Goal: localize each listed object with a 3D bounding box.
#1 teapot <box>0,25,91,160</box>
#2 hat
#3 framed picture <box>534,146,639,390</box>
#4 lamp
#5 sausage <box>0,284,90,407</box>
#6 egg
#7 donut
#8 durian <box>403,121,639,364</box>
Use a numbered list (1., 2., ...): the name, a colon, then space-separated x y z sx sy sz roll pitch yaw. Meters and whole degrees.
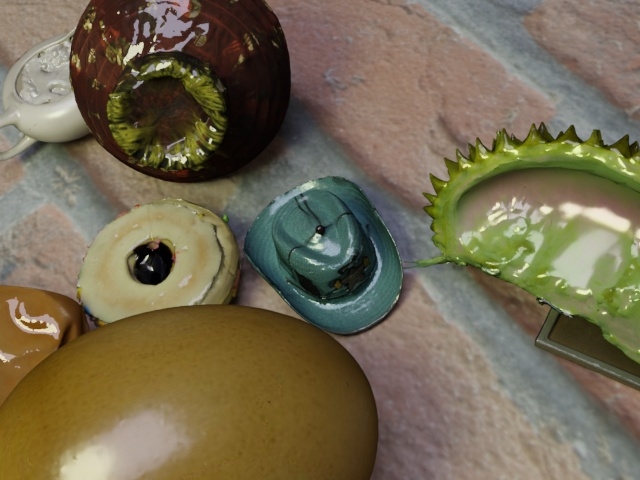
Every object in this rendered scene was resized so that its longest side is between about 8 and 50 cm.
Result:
1. teapot: -0.312 -0.174 1.017 0.145 0.092 0.226 31 71 29
2. hat: 0.000 0.000 0.856 0.138 0.078 0.191 -36 59 -8
3. framed picture: 0.337 0.032 0.803 0.184 0.016 0.250 22 66 23
4. lamp: -0.147 -0.171 0.899 0.247 0.247 0.247 -5 59 9
5. sausage: -0.336 0.104 0.837 0.241 0.120 0.136 10 76 24
6. egg: -0.108 0.176 0.675 0.323 0.250 0.250 -23 58 -8
7. donut: -0.162 0.036 0.877 0.175 0.068 0.174 -6 57 10
8. durian: 0.251 0.005 0.740 0.356 0.157 0.169 24 84 23
